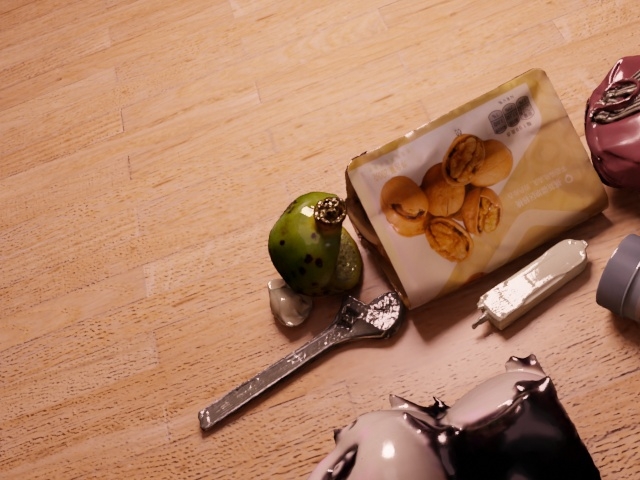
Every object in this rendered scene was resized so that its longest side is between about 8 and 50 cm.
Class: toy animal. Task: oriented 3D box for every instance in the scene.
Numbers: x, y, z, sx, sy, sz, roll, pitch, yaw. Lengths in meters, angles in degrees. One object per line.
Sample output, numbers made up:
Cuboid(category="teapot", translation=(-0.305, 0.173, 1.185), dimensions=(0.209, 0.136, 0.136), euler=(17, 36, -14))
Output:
Cuboid(category="toy animal", translation=(0.132, 0.271, 0.921), dimensions=(0.310, 0.251, 0.251), euler=(-25, 51, 9))

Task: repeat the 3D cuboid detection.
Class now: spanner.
Cuboid(category="spanner", translation=(-0.024, 0.160, 1.184), dimensions=(0.325, 0.026, 0.093), euler=(-33, 53, -4))

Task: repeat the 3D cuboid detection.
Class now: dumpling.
Cuboid(category="dumpling", translation=(-0.041, 0.087, 1.232), dimensions=(0.059, 0.043, 0.077), euler=(-20, 34, -17))

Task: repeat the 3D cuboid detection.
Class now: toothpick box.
Cuboid(category="toothpick box", translation=(0.424, 0.066, 1.051), dimensions=(0.153, 0.101, 0.101), euler=(28, 68, 32))

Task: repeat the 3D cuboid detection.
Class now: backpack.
Cuboid(category="backpack", translation=(0.504, -0.167, 1.131), dimensions=(0.317, 0.197, 0.283), euler=(4, 60, 24))

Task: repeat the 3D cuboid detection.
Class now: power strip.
Cuboid(category="power strip", translation=(0.275, 0.060, 1.150), dimensions=(0.191, 0.030, 0.047), euler=(-34, 53, -7))

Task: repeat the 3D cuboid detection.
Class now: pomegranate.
Cuboid(category="pomegranate", translation=(-0.013, 0.001, 1.203), dimensions=(0.122, 0.169, 0.143), euler=(-2, 65, 12))

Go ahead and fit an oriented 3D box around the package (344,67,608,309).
Cuboid(category="package", translation=(0.197, -0.069, 1.216), dimensions=(0.311, 0.165, 0.221), euler=(-28, 93, -7))
